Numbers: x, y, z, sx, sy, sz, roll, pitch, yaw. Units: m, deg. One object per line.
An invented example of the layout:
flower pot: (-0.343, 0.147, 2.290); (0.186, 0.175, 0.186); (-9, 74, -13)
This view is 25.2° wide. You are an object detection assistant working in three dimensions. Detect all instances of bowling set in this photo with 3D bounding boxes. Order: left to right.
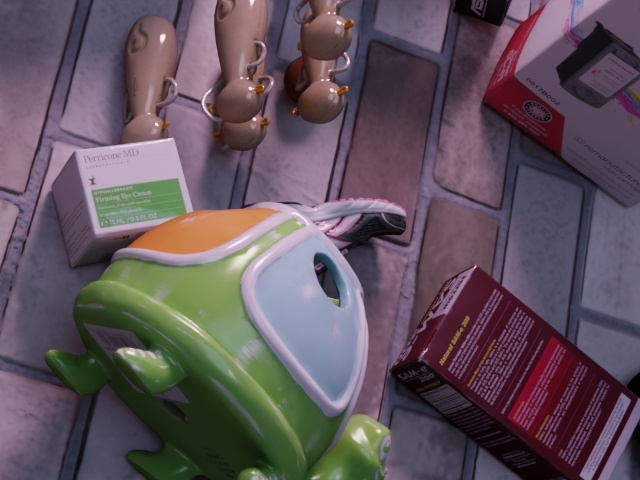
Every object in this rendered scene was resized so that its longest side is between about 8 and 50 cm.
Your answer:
bowling set: (-0.038, -0.154, 1.400); (0.200, 0.287, 0.154); (29, 51, -44)

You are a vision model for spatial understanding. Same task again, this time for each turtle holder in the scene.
turtle holder: (-0.054, 0.112, 1.266); (0.320, 0.243, 0.227); (41, 64, 0)

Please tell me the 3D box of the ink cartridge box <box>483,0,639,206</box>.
ink cartridge box: (0.351, -0.186, 1.513); (0.226, 0.306, 0.131); (35, 63, -10)

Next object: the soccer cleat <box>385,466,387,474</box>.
soccer cleat: (0.047, 0.233, 1.403); (0.036, 0.029, 0.083); (14, 64, -15)

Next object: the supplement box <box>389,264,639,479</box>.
supplement box: (0.204, 0.152, 1.473); (0.239, 0.073, 0.130); (40, 62, -9)

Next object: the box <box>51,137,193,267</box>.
box: (-0.185, -0.035, 1.341); (0.101, 0.102, 0.087); (-10, 76, -26)

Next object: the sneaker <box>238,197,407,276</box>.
sneaker: (0.000, 0.000, 1.442); (0.178, 0.072, 0.077); (-3, 87, -17)

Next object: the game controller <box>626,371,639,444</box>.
game controller: (0.475, 0.168, 1.593); (0.319, 0.067, 0.166); (-27, 86, -29)

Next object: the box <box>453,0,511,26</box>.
box: (0.230, -0.405, 1.577); (0.060, 0.216, 0.270); (21, 65, 8)
